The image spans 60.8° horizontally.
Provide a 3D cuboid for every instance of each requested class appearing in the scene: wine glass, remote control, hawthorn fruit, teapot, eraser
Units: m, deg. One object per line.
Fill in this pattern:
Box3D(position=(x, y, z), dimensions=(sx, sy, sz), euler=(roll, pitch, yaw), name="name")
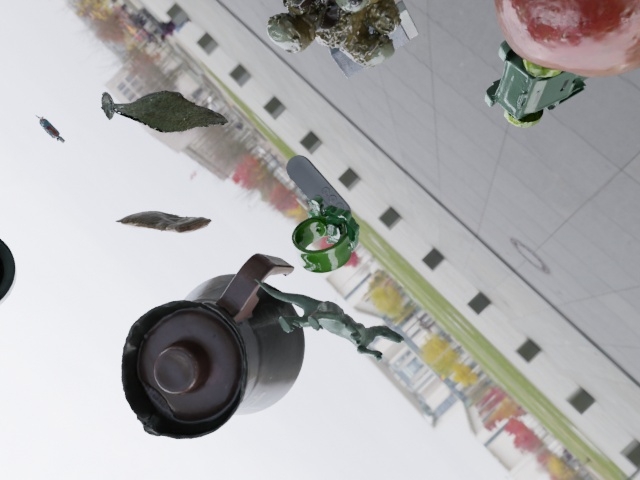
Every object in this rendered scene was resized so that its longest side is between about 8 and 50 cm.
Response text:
Box3D(position=(-0.424, -0.333, 1.319), dimensions=(0.198, 0.066, 0.066), euler=(-21, -121, -46), name="wine glass")
Box3D(position=(-0.005, -0.142, 1.554), dimensions=(0.245, 0.077, 0.022), euler=(49, -167, 6), name="remote control")
Box3D(position=(0.390, -0.360, 0.778), dimensions=(0.284, 0.284, 0.284), euler=(45, -178, -2), name="hawthorn fruit")
Box3D(position=(-0.182, 0.192, 1.066), dimensions=(0.306, 0.376, 0.362), euler=(35, -175, 8), name="teapot")
Box3D(position=(0.130, -0.497, 1.355), dimensions=(0.092, 0.213, 0.046), euler=(40, -150, -48), name="eraser")

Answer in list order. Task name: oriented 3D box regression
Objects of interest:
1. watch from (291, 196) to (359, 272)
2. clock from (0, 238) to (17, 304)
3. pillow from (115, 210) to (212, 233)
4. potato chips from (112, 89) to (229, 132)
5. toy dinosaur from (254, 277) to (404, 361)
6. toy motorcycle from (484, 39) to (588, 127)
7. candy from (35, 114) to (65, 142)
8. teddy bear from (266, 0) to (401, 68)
Box3D(position=(0.000, 0.000, 1.255), dimensions=(0.165, 0.152, 0.131), euler=(23, 145, 34), name="watch")
Box3D(position=(-0.810, 0.076, 1.240), dimensions=(0.215, 0.215, 0.042), euler=(45, 154, 1), name="clock")
Box3D(position=(-0.377, -0.047, 1.328), dimensions=(0.211, 0.034, 0.135), euler=(7, -167, 20), name="pillow")
Box3D(position=(-0.280, -0.242, 1.022), dimensions=(0.026, 0.209, 0.142), euler=(100, 158, -43), name="potato chips")
Box3D(position=(0.005, 0.121, 0.898), dimensions=(0.242, 0.053, 0.167), euler=(28, -161, 26), name="toy dinosaur")
Box3D(position=(0.572, -0.446, 1.361), dimensions=(0.200, 0.327, 0.191), euler=(52, 160, 28), name="toy motorcycle")
Box3D(position=(-0.589, -0.242, 1.190), dimensions=(0.030, 0.020, 0.083), euler=(19, 155, 26), name="candy")
Box3D(position=(0.054, -0.461, 1.014), dimensions=(0.267, 0.156, 0.256), euler=(5, 159, -24), name="teddy bear")
